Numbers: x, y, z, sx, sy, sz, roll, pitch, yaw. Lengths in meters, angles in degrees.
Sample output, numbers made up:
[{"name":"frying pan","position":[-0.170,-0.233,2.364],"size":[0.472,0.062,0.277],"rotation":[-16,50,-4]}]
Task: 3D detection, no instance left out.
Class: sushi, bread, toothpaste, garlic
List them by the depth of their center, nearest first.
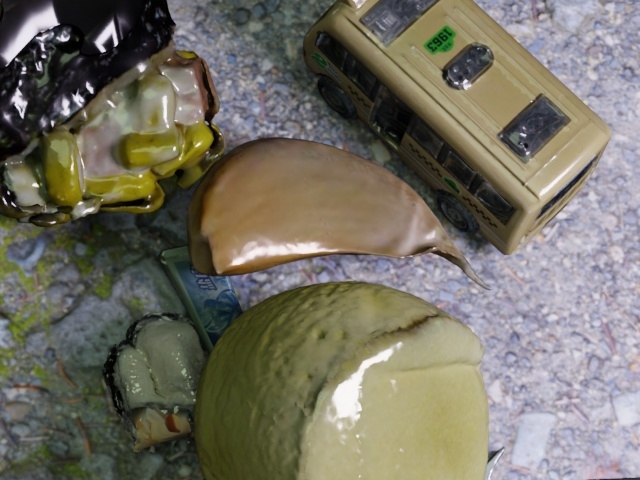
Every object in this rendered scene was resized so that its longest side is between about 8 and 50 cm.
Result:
[{"name":"bread","position":[0.025,0.192,1.587],"size":[0.320,0.237,0.320],"rotation":[0,90,-36]},{"name":"sushi","position":[-0.291,-0.158,1.682],"size":[0.328,0.328,0.285],"rotation":[-42,113,-26]},{"name":"garlic","position":[0.008,-0.009,1.708],"size":[0.338,0.151,0.196],"rotation":[4,43,-19]},{"name":"toothpaste","position":[-0.102,0.120,1.718],"size":[0.069,0.047,0.268],"rotation":[-25,72,-2]}]

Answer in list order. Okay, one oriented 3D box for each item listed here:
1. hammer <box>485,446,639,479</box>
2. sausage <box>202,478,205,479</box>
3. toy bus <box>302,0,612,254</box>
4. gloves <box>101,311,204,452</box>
[{"name":"hammer","position":[0.294,0.280,1.709],"size":[0.246,0.029,0.103],"rotation":[-4,73,-8]},{"name":"sausage","position":[-0.069,0.326,1.636],"size":[0.077,0.077,0.194],"rotation":[-23,75,-12]},{"name":"toy bus","position":[0.155,-0.173,1.755],"size":[0.365,0.202,0.177],"rotation":[44,74,10]},{"name":"gloves","position":[-0.183,0.157,1.683],"size":[0.114,0.070,0.153],"rotation":[-13,74,5]}]
